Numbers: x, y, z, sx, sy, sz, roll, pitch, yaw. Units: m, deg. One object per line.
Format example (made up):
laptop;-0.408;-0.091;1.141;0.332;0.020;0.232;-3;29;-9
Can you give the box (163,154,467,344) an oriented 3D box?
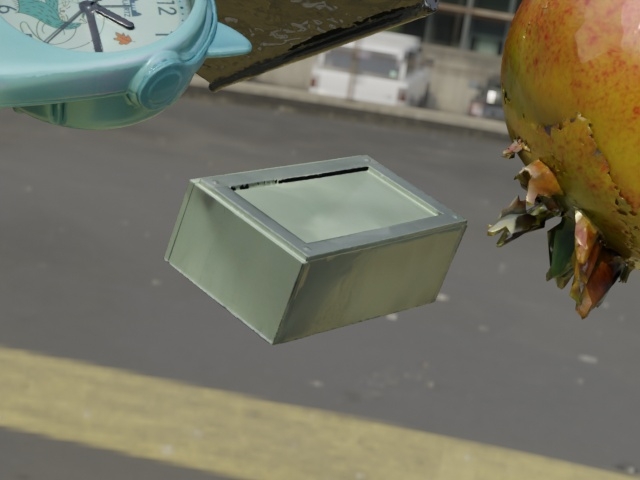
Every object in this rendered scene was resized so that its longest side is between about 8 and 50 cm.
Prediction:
box;0.000;0.000;1.241;0.129;0.086;0.225;36;28;29

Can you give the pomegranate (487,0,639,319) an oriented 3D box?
pomegranate;0.188;-0.068;0.764;0.210;0.235;0.210;40;5;-4

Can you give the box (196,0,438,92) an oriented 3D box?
box;-0.045;-0.348;1.617;0.345;0.251;0.204;-15;-39;42

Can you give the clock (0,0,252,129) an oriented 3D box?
clock;-0.201;-0.184;1.268;0.274;0.094;0.224;-1;50;-15
